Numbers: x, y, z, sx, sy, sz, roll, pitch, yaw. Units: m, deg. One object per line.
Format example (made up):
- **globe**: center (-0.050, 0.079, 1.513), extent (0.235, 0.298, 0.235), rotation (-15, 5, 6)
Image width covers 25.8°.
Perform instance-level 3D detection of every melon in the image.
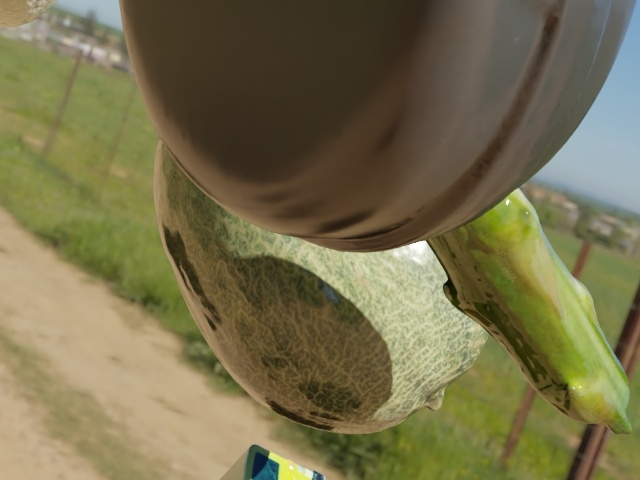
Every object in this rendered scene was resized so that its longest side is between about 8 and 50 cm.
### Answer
- **melon**: center (0.000, 0.000, 1.128), extent (0.329, 0.248, 0.248), rotation (58, 15, 10)

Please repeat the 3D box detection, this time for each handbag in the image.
- **handbag**: center (0.007, -0.150, 0.507), extent (0.093, 0.308, 0.254), rotation (-3, 11, -38)

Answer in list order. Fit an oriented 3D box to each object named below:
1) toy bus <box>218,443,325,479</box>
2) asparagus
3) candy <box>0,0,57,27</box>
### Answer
- **toy bus**: center (-0.077, 0.278, 1.298), extent (0.101, 0.175, 0.088), rotation (30, 33, -18)
- **asparagus**: center (0.100, -0.012, 0.884), extent (0.343, 0.082, 0.085), rotation (54, -24, -20)
- **candy**: center (-0.369, -0.451, 1.602), extent (0.186, 0.386, 0.427), rotation (-4, -5, -23)
